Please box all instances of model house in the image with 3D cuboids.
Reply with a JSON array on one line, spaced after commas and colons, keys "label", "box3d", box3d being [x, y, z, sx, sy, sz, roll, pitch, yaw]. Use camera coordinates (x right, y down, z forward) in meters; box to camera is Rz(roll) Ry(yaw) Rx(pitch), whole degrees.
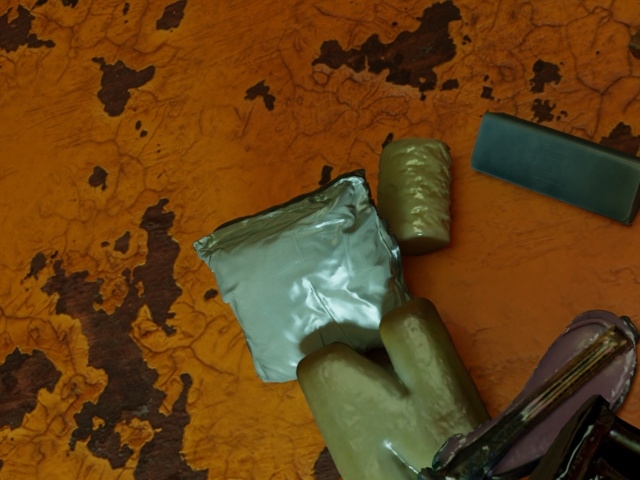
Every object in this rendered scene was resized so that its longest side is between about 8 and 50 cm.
[{"label": "model house", "box3d": [0.360, 0.399, 1.431, 0.282, 0.297, 0.317, 29, 77, 7]}]

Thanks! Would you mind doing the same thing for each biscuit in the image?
[{"label": "biscuit", "box3d": [0.114, 0.250, 1.661, 0.236, 0.062, 0.291, -28, 78, 15]}]

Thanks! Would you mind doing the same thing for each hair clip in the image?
[{"label": "hair clip", "box3d": [0.292, 0.231, 1.575, 0.358, 0.096, 0.110, -35, 44, -13]}]

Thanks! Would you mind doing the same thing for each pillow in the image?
[{"label": "pillow", "box3d": [-0.013, 0.070, 1.759, 0.309, 0.138, 0.283, -21, 106, 23]}]

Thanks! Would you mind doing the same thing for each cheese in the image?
[{"label": "cheese", "box3d": [0.140, -0.066, 1.796, 0.123, 0.094, 0.167, -9, 67, 32]}]

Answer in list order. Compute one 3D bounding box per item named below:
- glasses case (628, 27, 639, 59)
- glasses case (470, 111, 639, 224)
[{"label": "glasses case", "box3d": [0.540, -0.349, 1.714, 0.075, 0.049, 0.218, 36, 90, 34]}, {"label": "glasses case", "box3d": [0.347, -0.115, 1.724, 0.266, 0.056, 0.105, 23, 82, 34]}]
